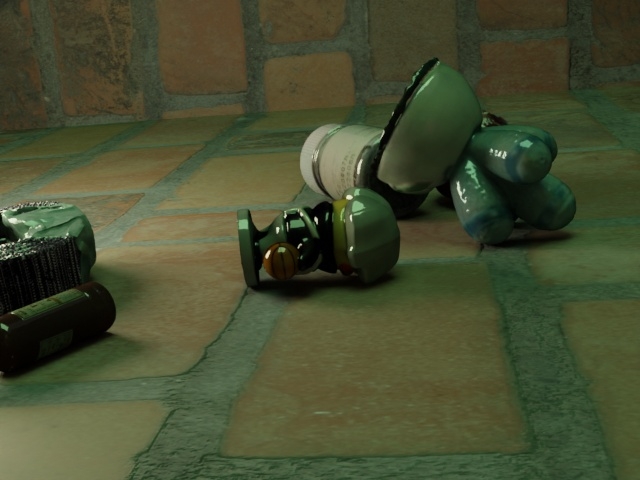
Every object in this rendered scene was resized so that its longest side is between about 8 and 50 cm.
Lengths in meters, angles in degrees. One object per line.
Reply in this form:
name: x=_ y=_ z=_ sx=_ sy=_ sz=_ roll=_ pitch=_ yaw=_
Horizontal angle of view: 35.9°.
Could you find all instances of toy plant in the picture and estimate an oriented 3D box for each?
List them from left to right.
toy plant: x=0.271 y=-0.125 z=1.626 sx=0.332 sy=0.247 sz=0.247 roll=31 pitch=24 yaw=9

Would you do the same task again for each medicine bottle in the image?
medicine bottle: x=0.083 y=-0.140 z=1.896 sx=0.165 sy=0.165 sz=0.273 roll=-12 pitch=15 yaw=-23

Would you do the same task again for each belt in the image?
belt: x=-0.492 y=0.023 z=1.562 sx=0.260 sy=0.122 sz=0.325 roll=-17 pitch=19 yaw=-24

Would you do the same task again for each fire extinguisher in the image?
fire extinguisher: x=-0.375 y=0.123 z=1.261 sx=0.099 sy=0.071 sz=0.231 roll=-29 pitch=-3 yaw=41

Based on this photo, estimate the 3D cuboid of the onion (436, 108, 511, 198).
onion: x=0.309 y=-0.136 z=1.881 sx=0.195 sy=0.218 sz=0.140 roll=-32 pitch=32 yaw=48

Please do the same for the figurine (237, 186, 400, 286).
figurine: x=0.000 y=0.000 z=1.461 sx=0.236 sy=0.133 sz=0.176 roll=-8 pitch=24 yaw=-1
